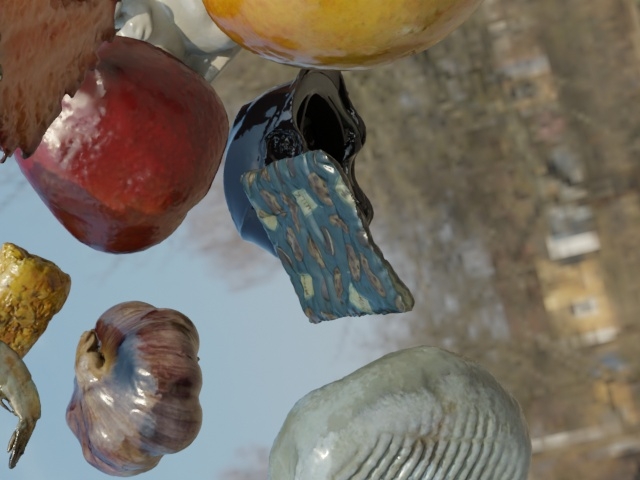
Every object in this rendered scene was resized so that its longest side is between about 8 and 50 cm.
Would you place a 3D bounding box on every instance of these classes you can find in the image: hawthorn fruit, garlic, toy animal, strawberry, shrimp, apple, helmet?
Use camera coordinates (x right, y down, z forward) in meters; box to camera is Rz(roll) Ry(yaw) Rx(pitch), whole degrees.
[{"bbox_3d":[-0.275,-0.142,2.184,0.307,0.265,0.265,31,-151,-21],"label":"hawthorn fruit"},{"bbox_3d":[-0.253,0.192,2.260,0.160,0.245,0.245,16,-127,-38],"label":"garlic"},{"bbox_3d":[-0.205,-0.336,2.514,0.272,0.265,0.206,55,169,-19],"label":"toy animal"},{"bbox_3d":[-0.325,-0.247,1.746,0.280,0.150,0.253,-62,-23,-44],"label":"strawberry"},{"bbox_3d":[-0.396,0.201,1.896,0.148,0.195,0.035,55,166,-4],"label":"shrimp"},{"bbox_3d":[0.018,-0.301,1.593,0.299,0.275,0.299,36,135,46],"label":"apple"},{"bbox_3d":[-0.047,-0.111,2.501,0.225,0.177,0.305,-13,-85,-62],"label":"helmet"}]

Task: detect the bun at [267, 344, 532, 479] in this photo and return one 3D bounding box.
[{"bbox_3d":[0.080,0.278,2.094,0.194,0.354,0.354,37,152,54],"label":"bun"}]

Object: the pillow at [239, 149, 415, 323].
[{"bbox_3d":[-0.001,-0.001,1.807,0.189,0.034,0.255,62,159,-7],"label":"pillow"}]

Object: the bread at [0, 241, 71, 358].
[{"bbox_3d":[-0.423,0.106,2.277,0.114,0.211,0.083,28,-166,-40],"label":"bread"}]
